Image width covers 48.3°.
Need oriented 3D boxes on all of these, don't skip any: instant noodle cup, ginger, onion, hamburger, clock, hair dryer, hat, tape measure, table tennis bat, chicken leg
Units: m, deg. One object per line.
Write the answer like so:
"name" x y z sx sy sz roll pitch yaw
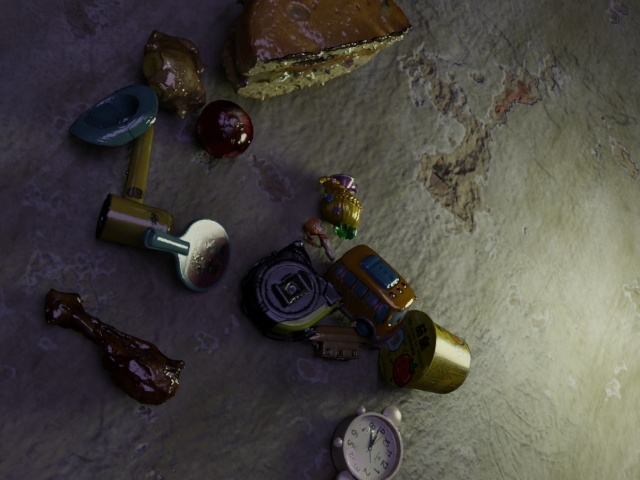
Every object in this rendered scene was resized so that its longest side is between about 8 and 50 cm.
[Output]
"instant noodle cup" 0.245 0.266 1.630 0.144 0.182 0.182 26 63 -32
"ginger" -0.315 -0.352 1.540 0.157 0.102 0.216 15 60 -54
"onion" -0.210 -0.242 1.556 0.131 0.131 0.131 9 70 -27
"hamburger" -0.044 -0.503 1.640 0.446 0.268 0.287 -20 87 -28
"clock" 0.098 0.450 1.548 0.155 0.063 0.229 45 56 -7
"hair dryer" -0.362 -0.117 1.455 0.135 0.090 0.278 15 62 -25
"hat" -0.412 -0.239 1.452 0.138 0.078 0.191 34 61 31
"tape measure" -0.067 0.117 1.515 0.186 0.112 0.199 -36 83 -24
"table tennis bat" -0.263 0.019 1.430 0.244 0.040 0.152 24 75 -55
"chicken leg" -0.393 0.195 1.340 0.304 0.093 0.113 40 42 -4

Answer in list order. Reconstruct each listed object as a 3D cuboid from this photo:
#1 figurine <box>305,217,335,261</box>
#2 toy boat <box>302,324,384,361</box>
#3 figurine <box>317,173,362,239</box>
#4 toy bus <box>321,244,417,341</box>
"figurine" 0.000 0.000 1.635 0.047 0.064 0.109 -27 79 -12
"toy boat" 0.050 0.231 1.591 0.201 0.057 0.077 7 76 -28
"figurine" 0.037 -0.080 1.656 0.115 0.095 0.156 20 61 -36
"toy bus" 0.110 0.109 1.585 0.209 0.136 0.126 44 44 14
